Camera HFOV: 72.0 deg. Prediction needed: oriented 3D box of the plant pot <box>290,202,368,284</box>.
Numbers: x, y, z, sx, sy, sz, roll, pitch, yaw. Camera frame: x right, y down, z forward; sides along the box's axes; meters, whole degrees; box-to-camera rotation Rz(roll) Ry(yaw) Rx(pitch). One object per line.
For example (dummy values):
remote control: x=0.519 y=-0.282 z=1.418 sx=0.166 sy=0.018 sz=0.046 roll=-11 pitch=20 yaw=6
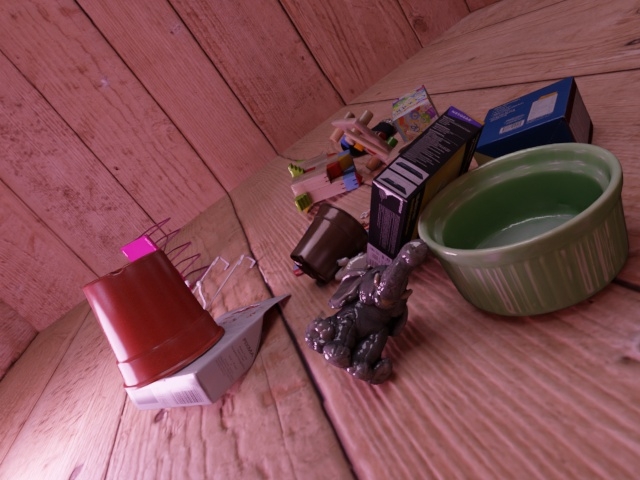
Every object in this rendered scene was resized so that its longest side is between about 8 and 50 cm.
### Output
plant pot: x=0.016 y=0.015 z=1.170 sx=0.165 sy=0.167 sz=0.167 roll=-51 pitch=24 yaw=-17

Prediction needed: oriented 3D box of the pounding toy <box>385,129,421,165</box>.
pounding toy: x=0.299 y=-0.254 z=1.258 sx=0.206 sy=0.181 sz=0.094 roll=-17 pitch=28 yaw=41

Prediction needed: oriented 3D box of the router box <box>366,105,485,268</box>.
router box: x=0.204 y=-0.083 z=0.915 sx=0.081 sy=0.308 sz=0.243 roll=37 pitch=68 yaw=22

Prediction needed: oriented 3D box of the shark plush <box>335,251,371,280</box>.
shark plush: x=0.103 y=0.049 z=1.101 sx=0.161 sy=0.073 sz=0.067 roll=-41 pitch=-10 yaw=1

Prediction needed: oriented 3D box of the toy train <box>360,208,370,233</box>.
toy train: x=0.152 y=-0.078 z=1.302 sx=0.125 sy=0.046 sz=0.166 roll=-30 pitch=22 yaw=16

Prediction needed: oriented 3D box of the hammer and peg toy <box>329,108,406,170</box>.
hammer and peg toy: x=0.184 y=-0.342 z=1.517 sx=0.127 sy=0.266 sz=0.361 roll=-55 pitch=20 yaw=3

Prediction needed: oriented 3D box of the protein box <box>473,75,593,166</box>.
protein box: x=0.480 y=-0.234 z=0.997 sx=0.200 sy=0.136 sz=0.201 roll=-16 pitch=29 yaw=44

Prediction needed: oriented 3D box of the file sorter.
file sorter: x=-0.653 y=0.072 z=1.897 sx=0.202 sy=0.290 sz=0.182 roll=-19 pitch=24 yaw=38

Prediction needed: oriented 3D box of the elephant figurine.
elephant figurine: x=0.096 y=0.115 z=0.774 sx=0.186 sy=0.169 sz=0.239 roll=20 pitch=78 yaw=48

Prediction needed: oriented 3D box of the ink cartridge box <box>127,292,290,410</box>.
ink cartridge box: x=-0.272 y=0.290 z=1.175 sx=0.308 sy=0.091 sz=0.385 roll=-21 pitch=9 yaw=36

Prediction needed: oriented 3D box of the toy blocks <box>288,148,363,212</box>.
toy blocks: x=0.030 y=-0.268 z=1.765 sx=0.261 sy=0.190 sz=0.381 roll=-19 pitch=25 yaw=11

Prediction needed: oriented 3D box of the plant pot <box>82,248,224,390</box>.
plant pot: x=-0.424 y=0.179 z=1.095 sx=0.273 sy=0.264 sz=0.272 roll=-26 pitch=8 yaw=4

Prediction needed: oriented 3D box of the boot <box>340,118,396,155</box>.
boot: x=0.220 y=-0.461 z=1.968 sx=0.237 sy=0.085 sz=0.178 roll=3 pitch=41 yaw=50

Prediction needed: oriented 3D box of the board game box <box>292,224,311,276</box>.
board game box: x=0.000 y=0.000 z=1.398 sx=0.145 sy=0.027 sz=0.281 roll=-29 pitch=22 yaw=22

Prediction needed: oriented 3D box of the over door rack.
over door rack: x=-0.426 y=0.156 z=1.616 sx=0.240 sy=0.108 sz=0.324 roll=-6 pitch=36 yaw=52

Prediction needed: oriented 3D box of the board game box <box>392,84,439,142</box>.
board game box: x=0.365 y=-0.464 z=1.660 sx=0.142 sy=0.144 sz=0.275 roll=-27 pitch=23 yaw=22

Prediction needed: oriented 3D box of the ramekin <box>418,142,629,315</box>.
ramekin: x=0.331 y=-0.018 z=0.723 sx=0.304 sy=0.148 sz=0.303 roll=-27 pitch=23 yaw=12
